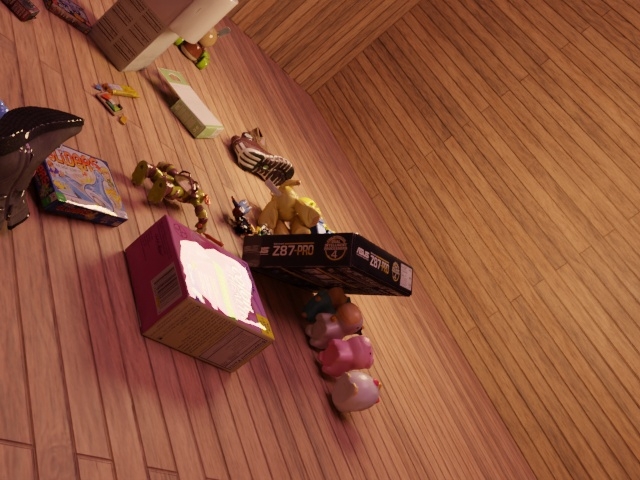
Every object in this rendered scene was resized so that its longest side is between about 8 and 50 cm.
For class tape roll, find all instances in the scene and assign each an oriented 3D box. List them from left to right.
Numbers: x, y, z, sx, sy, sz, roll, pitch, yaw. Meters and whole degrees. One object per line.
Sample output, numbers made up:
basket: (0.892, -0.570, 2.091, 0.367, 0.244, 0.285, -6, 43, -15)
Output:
tape roll: (-0.364, -0.681, 1.879, 0.246, 0.169, 0.246, 47, 15, -16)

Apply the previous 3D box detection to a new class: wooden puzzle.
wooden puzzle: (-0.516, -0.339, 1.718, 0.116, 0.014, 0.078, 47, 15, -15)

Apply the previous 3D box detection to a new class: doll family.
doll family: (-0.188, -0.034, 1.879, 0.193, 0.076, 0.111, 46, 19, -3)

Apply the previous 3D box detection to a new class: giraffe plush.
giraffe plush: (-0.107, -0.098, 2.104, 0.170, 0.181, 0.210, -110, 177, -80)

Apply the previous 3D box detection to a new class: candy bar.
candy bar: (-0.520, -0.393, 1.827, 0.040, 0.018, 0.161, 49, 15, 2)

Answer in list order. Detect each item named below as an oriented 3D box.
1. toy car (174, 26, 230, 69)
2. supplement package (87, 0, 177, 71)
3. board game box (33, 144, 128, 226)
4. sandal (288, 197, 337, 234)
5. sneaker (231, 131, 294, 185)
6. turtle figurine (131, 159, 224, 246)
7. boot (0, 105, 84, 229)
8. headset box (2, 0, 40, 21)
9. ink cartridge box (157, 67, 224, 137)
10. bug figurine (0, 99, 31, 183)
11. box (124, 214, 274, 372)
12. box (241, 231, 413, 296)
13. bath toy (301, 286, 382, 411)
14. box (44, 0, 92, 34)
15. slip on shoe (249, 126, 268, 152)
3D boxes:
toy car: (-0.440, -0.774, 2.628, 0.155, 0.188, 0.149, 44, 17, -28)
supplement package: (-0.513, -0.604, 1.982, 0.149, 0.203, 0.194, 50, 14, -8)
board game box: (-0.445, -0.105, 1.277, 0.136, 0.035, 0.201, 65, 14, 15)
sandal: (0.000, 0.000, 2.287, 0.317, 0.126, 0.138, 44, 18, 3)
sneaker: (-0.205, -0.296, 2.383, 0.163, 0.106, 0.281, 56, 16, 29)
turtle figurine: (-0.321, -0.108, 1.612, 0.270, 0.087, 0.217, 57, 16, 20)
boot: (-0.461, -0.111, 1.072, 0.083, 0.161, 0.246, 18, 24, 10)
headset box: (-0.700, -0.549, 1.625, 0.083, 0.032, 0.062, 45, 16, -18)
ink cartridge box: (-0.412, -0.420, 2.146, 0.235, 0.056, 0.171, 49, 14, 1)
bug figurine: (-0.557, -0.180, 1.105, 0.216, 0.072, 0.279, 53, 14, 5)
box: (-0.230, 0.105, 1.326, 0.243, 0.117, 0.214, 37, 21, -45)
box: (0.030, 0.071, 1.835, 0.395, 0.318, 0.097, 26, 64, -58)
bath toy: (0.070, 0.278, 1.746, 0.129, 0.151, 0.348, 27, 29, -38)
box: (-0.681, -0.620, 1.860, 0.137, 0.027, 0.094, 27, 29, -58)
slip on shoe: (-0.223, -0.372, 2.623, 0.051, 0.041, 0.135, 31, 25, -53)
